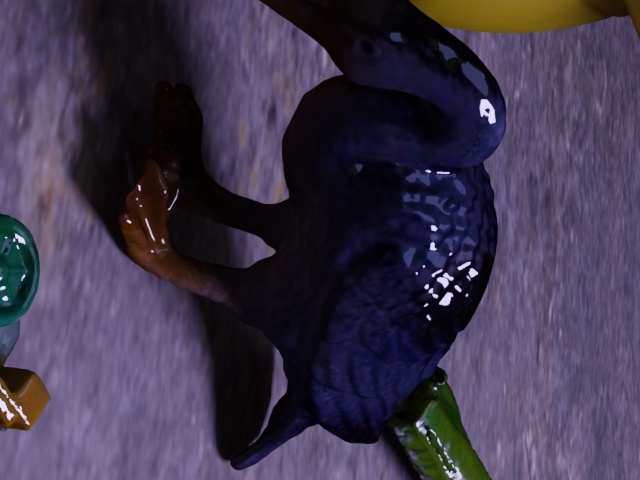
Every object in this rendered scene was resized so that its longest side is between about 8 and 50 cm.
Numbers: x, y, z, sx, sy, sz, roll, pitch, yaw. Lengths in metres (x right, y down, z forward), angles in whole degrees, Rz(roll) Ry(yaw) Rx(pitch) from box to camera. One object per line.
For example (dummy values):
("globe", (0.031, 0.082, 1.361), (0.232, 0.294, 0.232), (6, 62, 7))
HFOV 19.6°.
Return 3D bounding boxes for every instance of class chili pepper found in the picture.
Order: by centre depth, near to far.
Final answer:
("chili pepper", (0.115, 0.236, 1.203), (0.085, 0.076, 0.359), (-99, 169, -66))

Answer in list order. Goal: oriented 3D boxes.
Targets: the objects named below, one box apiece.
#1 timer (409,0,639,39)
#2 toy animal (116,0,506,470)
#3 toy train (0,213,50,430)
("timer", (0.103, -0.232, 0.839), (0.376, 0.376, 0.387), (45, 26, -51))
("toy animal", (0.000, 0.000, 0.906), (0.122, 0.185, 0.298), (-68, 160, -50))
("toy train", (-0.184, 0.016, 0.649), (0.136, 0.091, 0.228), (-61, 138, -34))
